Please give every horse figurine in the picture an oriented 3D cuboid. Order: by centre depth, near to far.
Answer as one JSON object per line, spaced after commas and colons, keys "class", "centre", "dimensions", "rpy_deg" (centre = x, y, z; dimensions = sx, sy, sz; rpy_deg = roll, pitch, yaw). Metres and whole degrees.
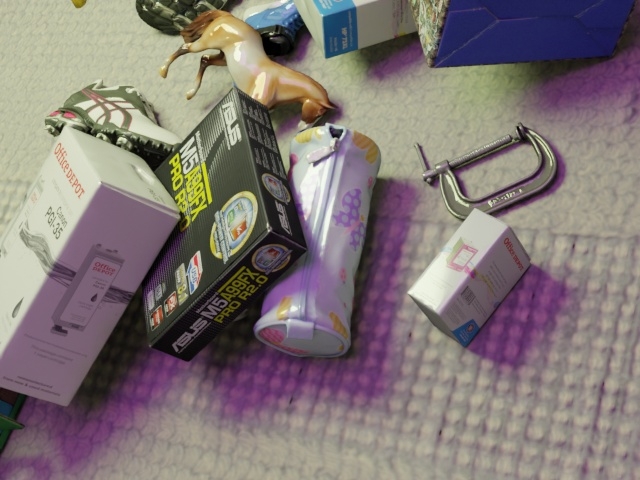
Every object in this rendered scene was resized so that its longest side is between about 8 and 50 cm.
{"class": "horse figurine", "centre": [-0.115, -0.226, 1.369], "dimensions": [0.174, 0.066, 0.263], "rpy_deg": [-41, 68, 20]}

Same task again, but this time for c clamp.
{"class": "c clamp", "centre": [0.195, -0.092, 1.189], "dimensions": [0.160, 0.022, 0.137], "rpy_deg": [-20, 56, 16]}

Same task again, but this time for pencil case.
{"class": "pencil case", "centre": [0.000, 0.000, 1.172], "dimensions": [0.113, 0.124, 0.273], "rpy_deg": [15, 66, -10]}

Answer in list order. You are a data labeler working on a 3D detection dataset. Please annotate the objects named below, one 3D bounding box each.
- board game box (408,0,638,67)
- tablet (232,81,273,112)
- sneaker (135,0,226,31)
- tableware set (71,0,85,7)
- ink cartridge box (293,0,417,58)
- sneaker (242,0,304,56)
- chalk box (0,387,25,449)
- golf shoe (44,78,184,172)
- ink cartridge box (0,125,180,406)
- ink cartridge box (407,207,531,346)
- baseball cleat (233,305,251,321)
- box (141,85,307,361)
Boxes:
{"class": "board game box", "centre": [0.220, -0.363, 1.200], "dimensions": [0.232, 0.141, 0.291], "rpy_deg": [-5, 56, -10]}
{"class": "tablet", "centre": [-0.095, -0.203, 1.408], "dimensions": [0.054, 0.006, 0.083], "rpy_deg": [-21, 56, 14]}
{"class": "sneaker", "centre": [-0.161, -0.459, 1.530], "dimensions": [0.330, 0.130, 0.147], "rpy_deg": [-50, 20, 7]}
{"class": "tableware set", "centre": [-0.357, -0.447, 1.671], "dimensions": [0.154, 0.024, 0.104], "rpy_deg": [-38, 56, 1]}
{"class": "ink cartridge box", "centre": [0.088, -0.338, 1.323], "dimensions": [0.231, 0.078, 0.134], "rpy_deg": [-18, 54, -9]}
{"class": "sneaker", "centre": [-0.037, -0.303, 1.405], "dimensions": [0.152, 0.058, 0.085], "rpy_deg": [-15, 59, 15]}
{"class": "chalk box", "centre": [-0.509, 0.209, 1.272], "dimensions": [0.289, 0.180, 0.179], "rpy_deg": [10, 68, 32]}
{"class": "golf shoe", "centre": [-0.272, -0.167, 1.419], "dimensions": [0.273, 0.105, 0.120], "rpy_deg": [19, 66, 33]}
{"class": "ink cartridge box", "centre": [-0.315, 0.026, 1.243], "dimensions": [0.283, 0.117, 0.207], "rpy_deg": [-58, 35, 10]}
{"class": "ink cartridge box", "centre": [0.163, 0.040, 1.087], "dimensions": [0.122, 0.088, 0.052], "rpy_deg": [-49, 50, -7]}
{"class": "baseball cleat", "centre": [-0.124, 0.006, 1.263], "dimensions": [0.109, 0.072, 0.206], "rpy_deg": [-10, 55, 29]}
{"class": "box", "centre": [-0.130, -0.024, 1.197], "dimensions": [0.216, 0.060, 0.270], "rpy_deg": [-43, 40, 25]}
